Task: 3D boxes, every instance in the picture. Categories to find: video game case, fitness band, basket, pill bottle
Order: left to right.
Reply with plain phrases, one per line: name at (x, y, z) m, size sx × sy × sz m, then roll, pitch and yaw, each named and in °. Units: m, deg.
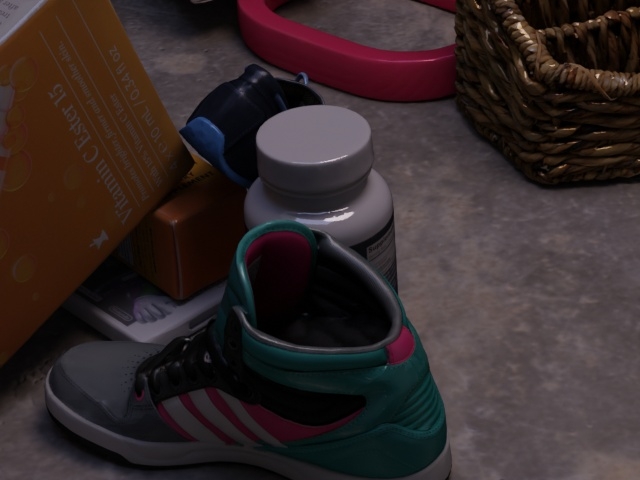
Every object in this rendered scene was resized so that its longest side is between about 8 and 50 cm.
video game case at (-0.133, 0.011, 1.442) m, size 0.173 × 0.022 × 0.190 m, roll -30°, pitch 41°, yaw -33°
pill bottle at (0.000, 0.000, 1.302) m, size 0.108 × 0.180 × 0.108 m, roll -4°, pitch 34°, yaw 2°
fitness band at (0.055, -0.213, 1.730) m, size 0.291 × 0.054 × 0.209 m, roll 22°, pitch 45°, yaw 35°
basket at (0.276, -0.199, 1.527) m, size 0.299 × 0.223 × 0.213 m, roll -15°, pitch 35°, yaw -16°

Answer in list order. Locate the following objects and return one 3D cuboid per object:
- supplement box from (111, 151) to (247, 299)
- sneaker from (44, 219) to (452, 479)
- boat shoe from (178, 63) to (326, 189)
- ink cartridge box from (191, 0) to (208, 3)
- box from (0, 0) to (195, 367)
supplement box at (-0.156, -0.043, 1.436) m, size 0.078 × 0.080 × 0.233 m, roll -29°, pitch 40°, yaw -32°
sneaker at (-0.059, 0.069, 1.209) m, size 0.296 × 0.178 × 0.124 m, roll 8°, pitch 36°, yaw 18°
boat shoe at (-0.022, -0.077, 1.402) m, size 0.109 × 0.089 × 0.258 m, roll 41°, pitch 6°, yaw 7°
ink cartridge box at (-0.147, -0.435, 1.831) m, size 0.160 × 0.279 × 0.384 m, roll -21°, pitch 30°, yaw -15°
box at (-0.287, -0.033, 1.268) m, size 0.168 × 0.215 × 0.345 m, roll 26°, pitch 65°, yaw 36°
